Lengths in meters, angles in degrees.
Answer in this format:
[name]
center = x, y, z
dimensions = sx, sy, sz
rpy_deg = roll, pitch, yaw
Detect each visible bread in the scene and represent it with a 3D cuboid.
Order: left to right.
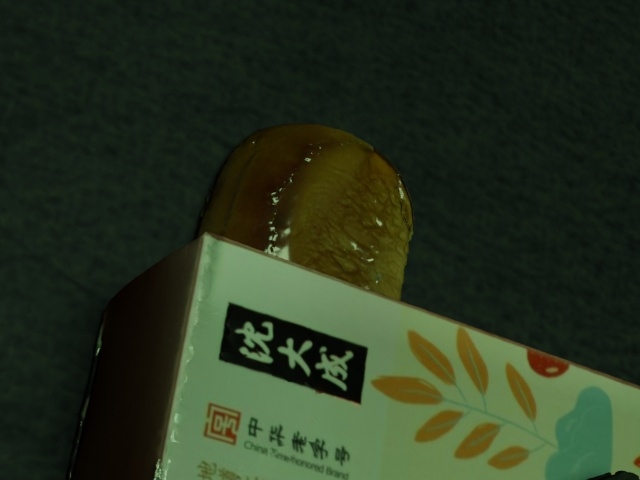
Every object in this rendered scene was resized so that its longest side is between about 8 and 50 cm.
[bread]
center = 0.000, 0.000, 0.948
dimensions = 0.126, 0.044, 0.129
rpy_deg = 26, 58, -22

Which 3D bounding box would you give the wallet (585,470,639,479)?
[wallet]
center = 0.072, 0.194, 0.778
dimensions = 0.244, 0.025, 0.124
rpy_deg = -16, 80, -35

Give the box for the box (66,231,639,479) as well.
[box]
center = 0.059, 0.225, 0.849
dimensions = 0.385, 0.122, 0.344
rpy_deg = 20, 63, -23
